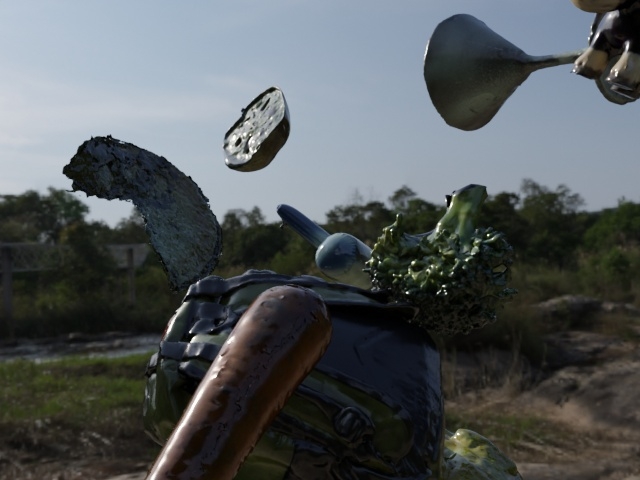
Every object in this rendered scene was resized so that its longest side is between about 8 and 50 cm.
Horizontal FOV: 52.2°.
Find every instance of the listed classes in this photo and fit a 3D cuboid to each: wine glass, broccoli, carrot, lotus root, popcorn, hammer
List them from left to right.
[{"bbox_3d":[-0.043,0.086,0.366,0.055,0.055,0.161,-5,32,33],"label":"carrot"},{"bbox_3d":[-0.121,-0.220,1.372,0.183,0.203,0.078,-35,-51,24],"label":"lotus root"},{"bbox_3d":[0.000,0.000,0.971,0.194,0.069,0.116,38,3,33],"label":"hammer"},{"bbox_3d":[0.142,0.351,0.856,0.277,0.225,0.276,1,-26,0],"label":"popcorn"},{"bbox_3d":[0.126,0.017,0.665,0.155,0.160,0.167,14,-15,13],"label":"broccoli"},{"bbox_3d":[0.438,-0.361,1.334,0.267,0.266,0.406,-2,8,-32],"label":"wine glass"}]

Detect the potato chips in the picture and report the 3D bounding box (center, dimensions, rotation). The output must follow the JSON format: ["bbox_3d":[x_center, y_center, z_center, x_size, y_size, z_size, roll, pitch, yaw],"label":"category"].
[{"bbox_3d":[-0.205,-0.042,0.798,0.029,0.220,0.202,-32,27,27],"label":"potato chips"}]

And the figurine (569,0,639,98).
[{"bbox_3d":[0.513,-0.386,0.906,0.412,0.306,0.241,-41,20,5],"label":"figurine"}]

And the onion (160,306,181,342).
[{"bbox_3d":[-0.147,0.249,1.327,0.348,0.347,0.285,-4,19,27],"label":"onion"}]

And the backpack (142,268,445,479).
[{"bbox_3d":[-0.017,0.121,0.551,0.254,0.140,0.207,18,34,-4],"label":"backpack"}]
